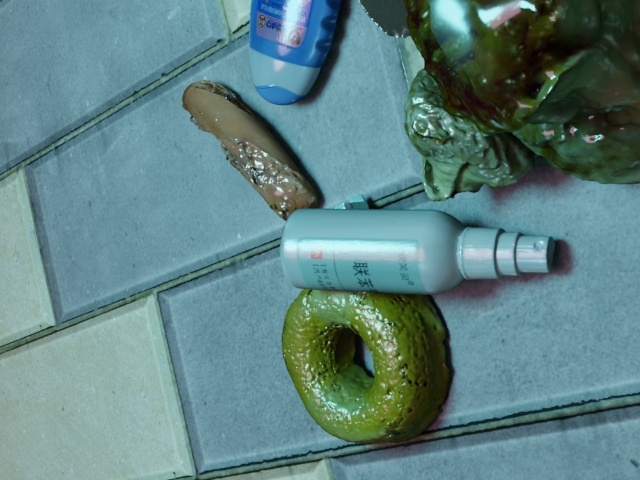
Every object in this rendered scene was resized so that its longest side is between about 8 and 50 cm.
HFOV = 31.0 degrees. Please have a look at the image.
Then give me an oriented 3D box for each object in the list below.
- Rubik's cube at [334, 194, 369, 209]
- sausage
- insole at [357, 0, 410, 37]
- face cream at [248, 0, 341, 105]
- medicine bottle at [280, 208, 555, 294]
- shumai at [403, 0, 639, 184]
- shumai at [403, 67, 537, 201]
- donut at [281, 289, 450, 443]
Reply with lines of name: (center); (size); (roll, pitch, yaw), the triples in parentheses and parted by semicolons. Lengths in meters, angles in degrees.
Rubik's cube: (0.043, -0.018, 1.623); (0.073, 0.084, 0.075); (-24, 94, 48)
sausage: (-0.117, -0.151, 1.769); (0.327, 0.079, 0.087); (49, 151, 30)
insole: (0.063, -0.417, 1.564); (0.111, 0.007, 0.328); (-29, 74, 7)
face cream: (-0.040, -0.325, 1.666); (0.149, 0.083, 0.264); (26, 113, 35)
medicine bottle: (0.125, 0.015, 1.489); (0.351, 0.110, 0.110); (1, 96, 25)
shumai: (0.251, -0.251, 1.219); (0.324, 0.323, 0.398); (-1, 94, 47)
shumai: (0.160, -0.123, 1.420); (0.184, 0.184, 0.142); (54, 129, 26)
donut: (0.053, 0.162, 1.616); (0.272, 0.107, 0.272); (9, 104, 43)
